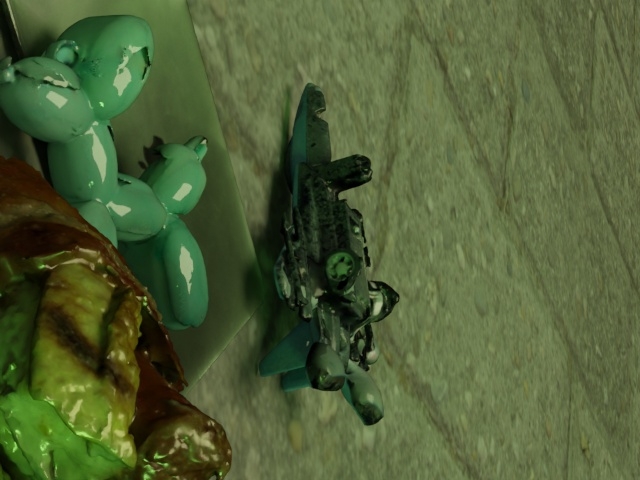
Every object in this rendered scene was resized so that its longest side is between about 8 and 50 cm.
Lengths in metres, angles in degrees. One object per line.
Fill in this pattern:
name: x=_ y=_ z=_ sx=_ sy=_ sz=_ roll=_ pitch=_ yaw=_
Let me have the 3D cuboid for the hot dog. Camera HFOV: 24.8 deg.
hot dog: x=-0.108 y=0.039 z=0.574 sx=0.103 sy=0.213 sz=0.146 roll=-31 pitch=138 yaw=-27

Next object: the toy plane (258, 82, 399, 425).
toy plane: x=0.007 y=-0.002 z=1.013 sx=0.169 sy=0.078 sz=0.246 roll=43 pitch=46 yaw=-58

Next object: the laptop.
laptop: x=-0.100 y=-0.045 z=0.843 sx=0.187 sy=0.015 sz=0.269 roll=-52 pitch=133 yaw=-59

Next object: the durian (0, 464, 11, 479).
durian: x=-0.175 y=0.085 z=0.463 sx=0.250 sy=0.139 sz=0.101 roll=83 pitch=19 yaw=-56

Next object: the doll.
doll: x=-0.111 y=-0.034 z=0.733 sx=0.159 sy=0.059 sz=0.158 roll=21 pitch=74 yaw=-55
